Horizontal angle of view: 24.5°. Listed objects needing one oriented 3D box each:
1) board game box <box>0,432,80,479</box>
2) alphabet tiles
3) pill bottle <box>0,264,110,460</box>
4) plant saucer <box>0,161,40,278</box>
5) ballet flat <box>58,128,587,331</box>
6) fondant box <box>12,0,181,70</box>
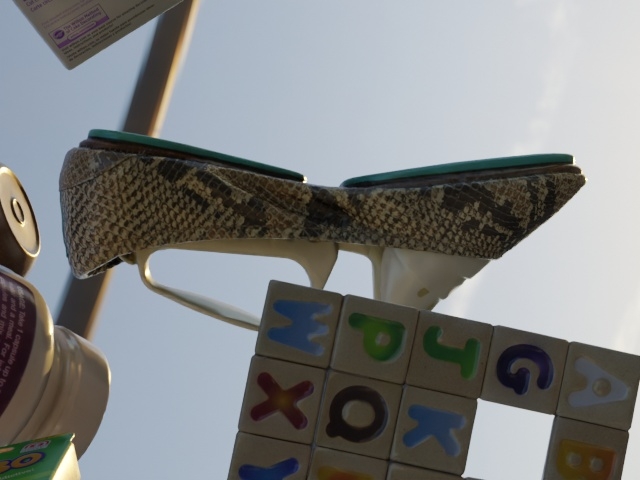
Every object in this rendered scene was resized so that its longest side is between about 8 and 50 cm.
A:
[{"bbox_3d":[-0.219,0.176,0.855,0.259,0.124,0.039,-90,-13,-75],"label":"board game box"},{"bbox_3d":[0.046,0.154,0.745,0.009,0.198,0.237,101,180,-82],"label":"alphabet tiles"},{"bbox_3d":[-0.309,0.076,1.101,0.301,0.169,0.169,33,-106,-37],"label":"pill bottle"},{"bbox_3d":[-0.453,-0.037,2.139,0.198,0.036,0.198,-20,-90,-83],"label":"plant saucer"},{"bbox_3d":[0.000,0.000,1.360,0.164,0.483,0.182,128,145,-86],"label":"ballet flat"},{"bbox_3d":[-0.193,-0.320,1.190,0.238,0.096,0.330,-32,-36,1],"label":"fondant box"}]
